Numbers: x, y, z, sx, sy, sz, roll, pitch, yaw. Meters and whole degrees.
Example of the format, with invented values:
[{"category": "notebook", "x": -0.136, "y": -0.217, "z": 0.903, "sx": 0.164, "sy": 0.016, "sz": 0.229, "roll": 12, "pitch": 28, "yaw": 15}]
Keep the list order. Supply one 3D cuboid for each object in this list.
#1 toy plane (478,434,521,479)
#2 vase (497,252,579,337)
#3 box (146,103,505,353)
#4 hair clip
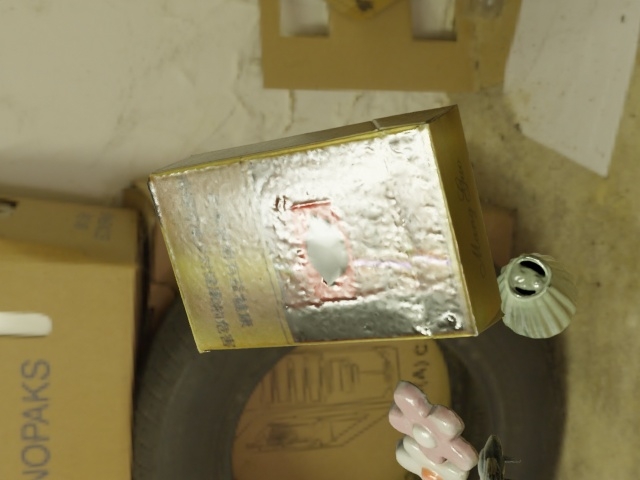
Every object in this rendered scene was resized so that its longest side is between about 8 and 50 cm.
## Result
[{"category": "toy plane", "x": 0.286, "y": 0.402, "z": 1.500, "sx": 0.267, "sy": 0.088, "sz": 0.212, "roll": -55, "pitch": -32, "yaw": -57}, {"category": "vase", "x": 0.317, "y": 0.075, "z": 1.388, "sx": 0.248, "sy": 0.128, "sz": 0.128, "roll": 35, "pitch": -134, "yaw": -70}, {"category": "box", "x": 0.000, "y": 0.000, "z": 0.691, "sx": 0.240, "sy": 0.071, "sz": 0.159, "roll": -6, "pitch": 103, "yaw": 30}, {"category": "hair clip", "x": 0.155, "y": 0.273, "z": 1.237, "sx": 0.146, "sy": 0.075, "sz": 0.257, "roll": 38, "pitch": 163, "yaw": 32}]
